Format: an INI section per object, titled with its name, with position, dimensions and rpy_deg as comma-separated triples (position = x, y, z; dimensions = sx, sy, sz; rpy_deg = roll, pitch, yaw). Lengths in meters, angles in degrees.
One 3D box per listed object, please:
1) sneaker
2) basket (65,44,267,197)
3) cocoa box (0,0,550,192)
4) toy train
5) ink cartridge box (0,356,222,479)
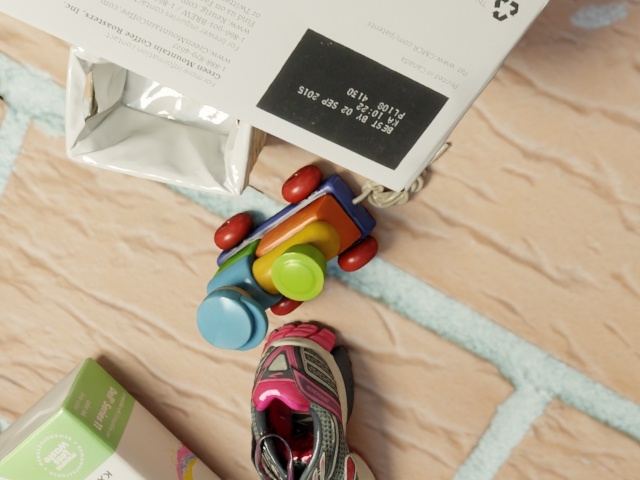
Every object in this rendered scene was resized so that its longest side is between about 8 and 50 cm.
[sneaker]
position = -0.017, 0.234, 1.230
dimensions = 0.121, 0.112, 0.299
rpy_deg = -6, 114, 18
[basket]
position = -0.127, -0.121, 1.093
dimensions = 0.167, 0.103, 0.113
rpy_deg = 14, 118, 9
[cocoa box]
position = -0.037, -0.238, 0.882
dimensions = 0.347, 0.228, 0.231
rpy_deg = 23, 122, -24
[toy train]
position = 0.000, 0.000, 1.094
dimensions = 0.248, 0.143, 0.105
rpy_deg = -33, 103, 26
[ink cartridge box]
position = -0.194, 0.322, 1.288
dimensions = 0.207, 0.119, 0.353
rpy_deg = -41, 104, 15
